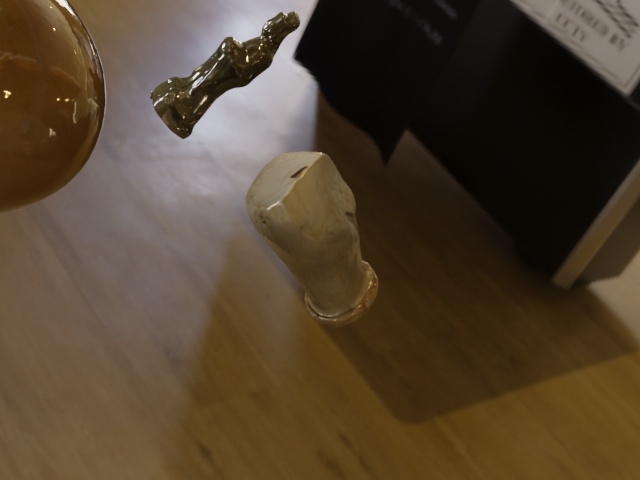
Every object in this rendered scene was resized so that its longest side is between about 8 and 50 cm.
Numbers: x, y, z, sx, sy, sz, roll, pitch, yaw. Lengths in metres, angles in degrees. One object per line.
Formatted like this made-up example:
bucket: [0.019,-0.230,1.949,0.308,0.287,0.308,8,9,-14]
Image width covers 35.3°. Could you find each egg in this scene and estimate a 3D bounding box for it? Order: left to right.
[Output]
egg: [-0.399,-0.176,1.076,0.374,0.301,0.301,36,33,24]

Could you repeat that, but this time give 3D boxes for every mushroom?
mushroom: [-0.007,-0.008,0.978,0.096,0.247,0.108,-39,58,-9]

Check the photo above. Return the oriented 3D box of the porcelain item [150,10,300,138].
porcelain item: [-0.114,-0.219,1.278,0.069,0.215,0.081,49,16,-26]
